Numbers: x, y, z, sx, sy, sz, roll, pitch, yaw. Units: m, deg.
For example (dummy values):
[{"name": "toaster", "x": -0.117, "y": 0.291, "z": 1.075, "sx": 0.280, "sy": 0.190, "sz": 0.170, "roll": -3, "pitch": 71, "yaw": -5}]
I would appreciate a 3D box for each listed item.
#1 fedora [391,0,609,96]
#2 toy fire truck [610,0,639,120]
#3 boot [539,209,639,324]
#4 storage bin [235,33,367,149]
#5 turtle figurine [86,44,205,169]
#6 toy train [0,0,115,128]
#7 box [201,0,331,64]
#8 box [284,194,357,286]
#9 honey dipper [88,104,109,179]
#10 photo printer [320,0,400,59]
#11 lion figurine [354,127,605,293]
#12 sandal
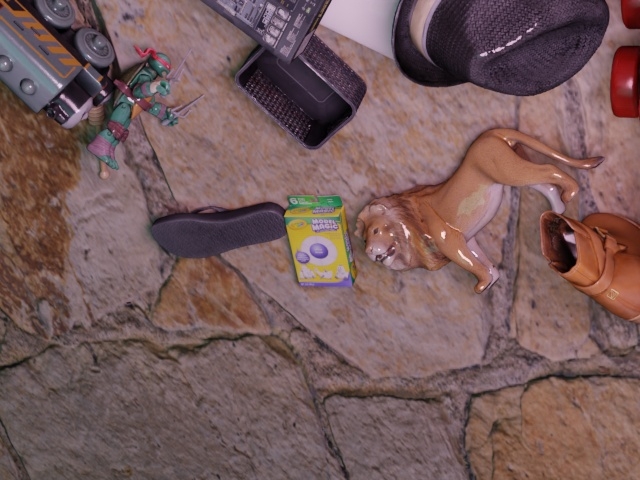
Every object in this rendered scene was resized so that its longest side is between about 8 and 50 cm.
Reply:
[{"name": "fedora", "x": 0.268, "y": -0.295, "z": 1.518, "sx": 0.334, "sy": 0.152, "sz": 0.334, "roll": -22, "pitch": 144, "yaw": -17}, {"name": "toy fire truck", "x": 0.463, "y": -0.284, "z": 1.461, "sx": 0.169, "sy": 0.254, "sz": 0.302, "roll": 6, "pitch": 89, "yaw": 23}, {"name": "boot", "x": 0.403, "y": 0.013, "z": 1.697, "sx": 0.220, "sy": 0.283, "sz": 0.109, "roll": 25, "pitch": 120, "yaw": -26}, {"name": "storage bin", "x": -0.030, "y": -0.249, "z": 1.797, "sx": 0.180, "sy": 0.084, "sz": 0.122, "roll": 41, "pitch": 126, "yaw": -14}, {"name": "turtle figurine", "x": -0.293, "y": -0.227, "z": 1.868, "sx": 0.118, "sy": 0.175, "sz": 0.234, "roll": 38, "pitch": 89, "yaw": 12}, {"name": "toy train", "x": -0.480, "y": -0.327, "z": 1.819, "sx": 0.142, "sy": 0.190, "sz": 0.334, "roll": -32, "pitch": 110, "yaw": 34}, {"name": "box", "x": -0.061, "y": -0.392, "z": 1.591, "sx": 0.183, "sy": 0.059, "sz": 0.232, "roll": 36, "pitch": 132, "yaw": 4}, {"name": "box", "x": 0.000, "y": 0.000, "z": 1.995, "sx": 0.105, "sy": 0.043, "sz": 0.179, "roll": -1, "pitch": 123, "yaw": 18}, {"name": "honey dipper", "x": -0.393, "y": -0.176, "z": 2.006, "sx": 0.030, "sy": 0.030, "sz": 0.160, "roll": 10, "pitch": 131, "yaw": 11}, {"name": "photo printer", "x": 0.097, "y": -0.402, "z": 1.629, "sx": 0.308, "sy": 0.107, "sz": 0.256, "roll": 26, "pitch": 128, "yaw": -2}, {"name": "lion figurine", "x": 0.245, "y": -0.068, "z": 1.821, "sx": 0.240, "sy": 0.142, "sz": 0.392, "roll": 47, "pitch": 113, "yaw": 11}, {"name": "sandal", "x": -0.179, "y": -0.024, "z": 2.037, "sx": 0.255, "sy": 0.054, "sz": 0.097, "roll": -6, "pitch": 130, "yaw": 10}]
